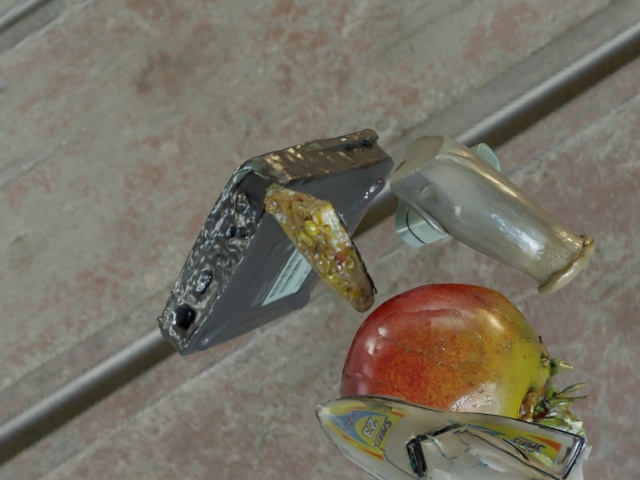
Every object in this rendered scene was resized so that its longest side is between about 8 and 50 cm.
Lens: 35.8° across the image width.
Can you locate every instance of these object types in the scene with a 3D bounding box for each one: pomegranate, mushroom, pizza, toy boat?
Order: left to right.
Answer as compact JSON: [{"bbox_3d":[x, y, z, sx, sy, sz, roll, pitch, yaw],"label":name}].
[{"bbox_3d":[0.000,0.000,1.050,0.041,0.131,0.178,-35,83,-16],"label":"pizza"},{"bbox_3d":[0.073,0.141,0.634,0.210,0.066,0.084,14,65,41],"label":"toy boat"},{"bbox_3d":[0.133,0.145,0.953,0.235,0.210,0.210,18,70,29],"label":"pomegranate"},{"bbox_3d":[0.180,-0.033,1.087,0.247,0.108,0.096,36,77,15],"label":"mushroom"}]

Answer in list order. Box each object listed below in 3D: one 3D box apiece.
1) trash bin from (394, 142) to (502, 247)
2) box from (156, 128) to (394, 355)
[{"bbox_3d":[0.170,-0.060,1.326,0.130,0.059,0.116,-22,40,40],"label":"trash bin"},{"bbox_3d":[-0.057,0.004,1.476,0.091,0.350,0.359,43,122,19],"label":"box"}]
